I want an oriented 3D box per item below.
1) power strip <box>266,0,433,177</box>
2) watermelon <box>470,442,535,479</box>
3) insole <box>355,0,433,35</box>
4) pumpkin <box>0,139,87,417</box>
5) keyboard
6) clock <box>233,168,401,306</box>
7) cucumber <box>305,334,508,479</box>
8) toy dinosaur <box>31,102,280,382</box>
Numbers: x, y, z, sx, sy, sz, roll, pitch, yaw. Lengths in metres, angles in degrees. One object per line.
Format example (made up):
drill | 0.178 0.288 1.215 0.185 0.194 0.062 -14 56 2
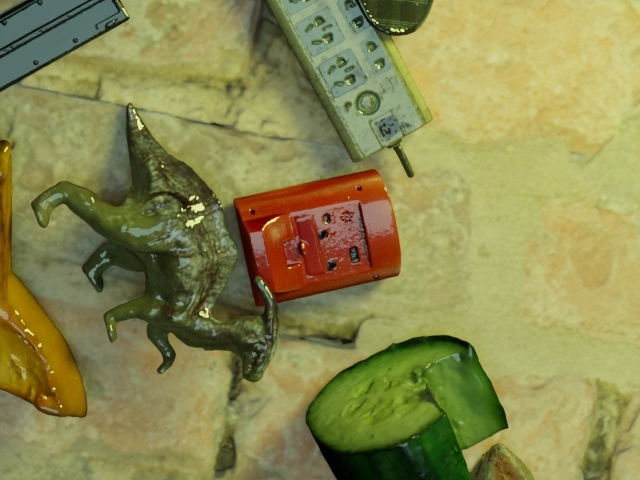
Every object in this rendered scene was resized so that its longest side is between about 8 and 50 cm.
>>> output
power strip | 0.029 -0.177 1.631 0.092 0.034 0.268 -28 105 1
watermelon | 0.167 0.333 1.738 0.094 0.154 0.241 23 88 -11
insole | 0.073 -0.351 1.584 0.110 0.012 0.310 2 98 -15
pumpkin | -0.383 0.055 1.616 0.258 0.095 0.290 -11 111 -1
keyboard | -0.287 -0.193 1.606 0.202 0.011 0.067 -29 107 2
clock | 0.000 0.000 1.661 0.155 0.061 0.113 -13 107 -5
cucumber | 0.081 0.195 1.661 0.191 0.191 0.130 -32 105 3
toy dinosaur | -0.156 0.020 1.634 0.162 0.077 0.294 -29 102 5
